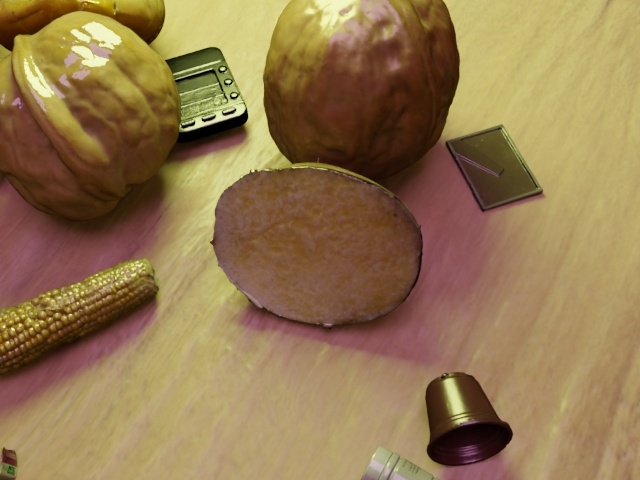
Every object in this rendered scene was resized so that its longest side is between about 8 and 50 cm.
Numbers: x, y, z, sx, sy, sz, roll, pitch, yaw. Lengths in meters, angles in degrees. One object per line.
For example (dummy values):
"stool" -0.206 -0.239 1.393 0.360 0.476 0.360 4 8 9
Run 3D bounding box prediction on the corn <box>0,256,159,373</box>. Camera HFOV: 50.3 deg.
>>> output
"corn" -0.369 0.106 0.971 0.288 0.086 0.087 -26 63 -15

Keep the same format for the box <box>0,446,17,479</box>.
"box" -0.503 0.305 0.877 0.207 0.050 0.041 -10 64 -5

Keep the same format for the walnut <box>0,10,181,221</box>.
"walnut" -0.361 -0.191 1.029 0.296 0.285 0.285 -33 64 2

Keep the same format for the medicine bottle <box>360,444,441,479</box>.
"medicine bottle" 0.101 0.307 0.864 0.091 0.058 0.058 28 64 15

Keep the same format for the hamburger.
"hamburger" -0.412 -0.398 1.155 0.289 0.314 0.170 -6 97 0

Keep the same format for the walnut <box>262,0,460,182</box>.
"walnut" 0.060 -0.246 1.021 0.305 0.344 0.306 -3 51 4

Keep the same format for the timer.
"timer" -0.217 -0.252 1.196 0.144 0.055 0.187 -19 58 -10

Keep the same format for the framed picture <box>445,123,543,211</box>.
"framed picture" 0.288 -0.124 1.138 0.109 0.011 0.149 -16 61 -9

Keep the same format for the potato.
"potato" 0.000 0.000 0.984 0.298 0.239 0.116 7 17 11

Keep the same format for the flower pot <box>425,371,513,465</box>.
"flower pot" 0.183 0.228 0.894 0.111 0.111 0.089 -8 45 -4
